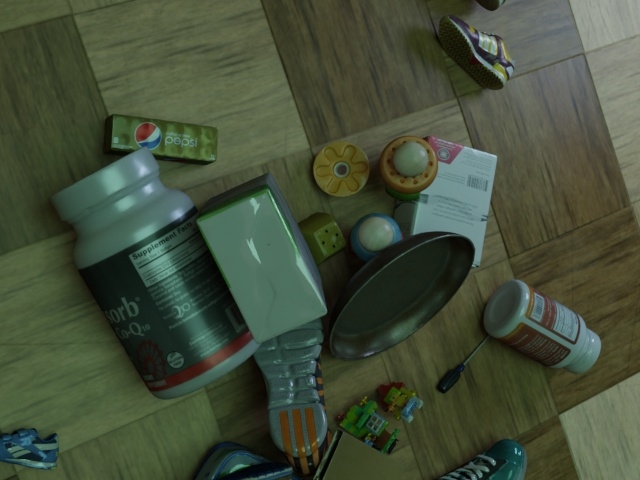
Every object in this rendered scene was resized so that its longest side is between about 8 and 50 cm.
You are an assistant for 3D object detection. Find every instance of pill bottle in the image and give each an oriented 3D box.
[{"bbox_3d":[0.430,0.173,2.001,0.216,0.121,0.121,30,75,-21],"label":"pill bottle"},{"bbox_3d":[-0.259,0.048,1.635,0.210,0.210,0.362,-33,100,-23],"label":"pill bottle"}]

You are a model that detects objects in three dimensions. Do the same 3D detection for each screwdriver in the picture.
[{"bbox_3d":[0.280,0.227,1.982,0.170,0.024,0.025,-47,135,-21],"label":"screwdriver"}]

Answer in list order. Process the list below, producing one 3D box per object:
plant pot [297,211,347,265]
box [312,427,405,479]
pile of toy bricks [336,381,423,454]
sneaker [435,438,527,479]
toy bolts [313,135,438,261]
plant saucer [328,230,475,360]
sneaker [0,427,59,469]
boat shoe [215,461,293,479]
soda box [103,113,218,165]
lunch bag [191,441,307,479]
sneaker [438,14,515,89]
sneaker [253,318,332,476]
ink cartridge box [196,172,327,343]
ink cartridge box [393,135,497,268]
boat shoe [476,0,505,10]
[{"bbox_3d":[0.000,0.000,1.828,0.081,0.083,0.081,-31,101,-23],"label":"plant pot"},{"bbox_3d":[0.055,0.421,1.732,0.201,0.021,0.164,37,72,-44],"label":"box"},{"bbox_3d":[0.081,0.335,1.851,0.105,0.118,0.212,33,83,20],"label":"pile of toy bricks"},{"bbox_3d":[0.262,0.471,1.913,0.121,0.108,0.302,48,71,-20],"label":"sneaker"},{"bbox_3d":[0.084,-0.077,1.789,0.218,0.158,0.228,9,84,4],"label":"toy bolts"},{"bbox_3d":[0.133,0.088,1.809,0.311,0.310,0.050,-23,58,-24],"label":"plant saucer"},{"bbox_3d":[-0.473,0.315,1.608,0.144,0.053,0.059,19,80,-32],"label":"sneaker"},{"bbox_3d":[-0.127,0.402,1.637,0.183,0.066,0.066,-15,96,-11],"label":"boat shoe"},{"bbox_3d":[-0.264,-0.167,1.727,0.181,0.058,0.061,5,85,-25],"label":"soda box"},{"bbox_3d":[-0.111,0.492,1.736,0.303,0.115,0.243,34,76,-21],"label":"lunch bag"},{"bbox_3d":[0.302,-0.378,2.006,0.185,0.070,0.084,44,62,-23],"label":"sneaker"},{"bbox_3d":[-0.048,0.254,1.779,0.125,0.180,0.321,-4,55,2],"label":"sneaker"},{"bbox_3d":[-0.088,0.012,1.632,0.119,0.353,0.207,-25,99,2],"label":"ink cartridge box"},{"bbox_3d":[0.228,-0.067,1.935,0.159,0.092,0.217,14,80,-23],"label":"ink cartridge box"},{"bbox_3d":[0.294,-0.582,1.990,0.092,0.103,0.285,-31,94,-18],"label":"boat shoe"}]
